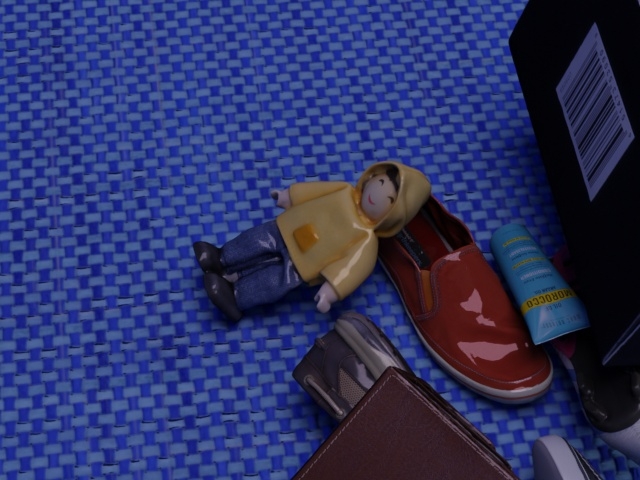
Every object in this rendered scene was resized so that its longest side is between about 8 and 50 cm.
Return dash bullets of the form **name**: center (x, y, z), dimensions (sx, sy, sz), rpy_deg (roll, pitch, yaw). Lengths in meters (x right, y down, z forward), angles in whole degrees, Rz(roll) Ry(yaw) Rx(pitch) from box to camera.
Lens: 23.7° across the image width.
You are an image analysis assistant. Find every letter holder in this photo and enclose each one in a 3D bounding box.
- **letter holder**: center (0.065, 0.313, 1.535), dimensions (0.214, 0.152, 0.302), rpy_deg (41, 92, 18)

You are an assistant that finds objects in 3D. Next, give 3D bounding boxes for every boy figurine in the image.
- **boy figurine**: center (0.000, 0.000, 1.792), dimensions (0.285, 0.092, 0.177), rpy_deg (-24, 57, 13)

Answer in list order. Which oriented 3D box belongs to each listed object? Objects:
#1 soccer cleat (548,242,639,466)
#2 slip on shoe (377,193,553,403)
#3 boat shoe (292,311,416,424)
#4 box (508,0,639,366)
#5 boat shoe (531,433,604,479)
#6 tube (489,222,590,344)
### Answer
- **soccer cleat**: center (0.339, 0.135, 1.782), dimensions (0.116, 0.143, 0.331), rpy_deg (-31, 34, 19)
- **slip on shoe**: center (0.160, 0.056, 1.816), dimensions (0.123, 0.101, 0.331), rpy_deg (-24, 62, -20)
- **boat shoe**: center (0.096, 0.247, 1.688), dimensions (0.130, 0.132, 0.355), rpy_deg (-37, 67, 4)
- **box**: center (0.520, -0.127, 1.720), dimensions (0.471, 0.297, 0.480), rpy_deg (1, 55, -17)
- **boat shoe**: center (0.329, 0.334, 1.635), dimensions (0.102, 0.108, 0.301), rpy_deg (-20, 62, -15)
- **tube**: center (0.254, 0.054, 1.788), dimensions (0.080, 0.052, 0.207), rpy_deg (-21, 34, -2)
